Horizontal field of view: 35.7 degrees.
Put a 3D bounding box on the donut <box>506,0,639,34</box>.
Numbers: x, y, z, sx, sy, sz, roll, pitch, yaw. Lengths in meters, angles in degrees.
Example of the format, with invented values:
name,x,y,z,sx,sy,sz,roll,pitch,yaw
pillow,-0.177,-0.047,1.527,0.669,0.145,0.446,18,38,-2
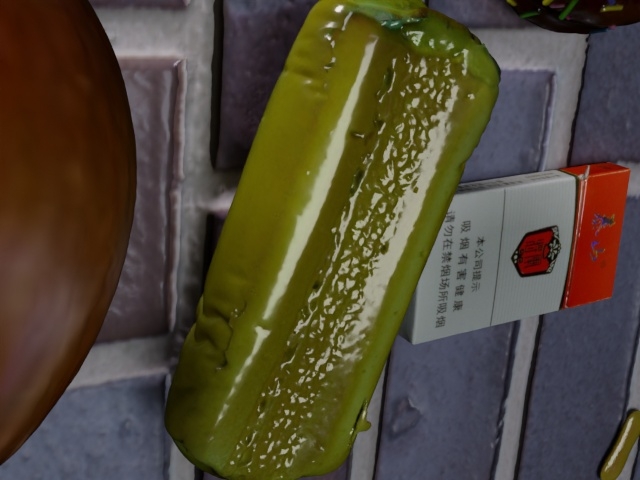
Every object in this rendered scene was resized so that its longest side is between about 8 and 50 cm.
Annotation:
name,x,y,z,sx,sy,sz,roll,pitch,yaw
donut,0.230,-0.276,0.796,0.216,0.096,0.230,-24,120,-23

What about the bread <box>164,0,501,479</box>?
name,x,y,z,sx,sy,sz,roll,pitch,yaw
bread,0.000,0.000,0.745,0.166,0.112,0.384,15,101,-33

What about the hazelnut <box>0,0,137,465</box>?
name,x,y,z,sx,sy,sz,roll,pitch,yaw
hazelnut,-0.268,-0.029,0.456,0.372,0.315,0.372,9,72,-31

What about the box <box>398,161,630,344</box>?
name,x,y,z,sx,sy,sz,roll,pitch,yaw
box,0.179,0.007,0.910,0.245,0.035,0.139,-8,112,-29

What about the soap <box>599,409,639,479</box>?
name,x,y,z,sx,sy,sz,roll,pitch,yaw
soap,0.337,0.230,1.106,0.034,0.012,0.089,20,96,-36
